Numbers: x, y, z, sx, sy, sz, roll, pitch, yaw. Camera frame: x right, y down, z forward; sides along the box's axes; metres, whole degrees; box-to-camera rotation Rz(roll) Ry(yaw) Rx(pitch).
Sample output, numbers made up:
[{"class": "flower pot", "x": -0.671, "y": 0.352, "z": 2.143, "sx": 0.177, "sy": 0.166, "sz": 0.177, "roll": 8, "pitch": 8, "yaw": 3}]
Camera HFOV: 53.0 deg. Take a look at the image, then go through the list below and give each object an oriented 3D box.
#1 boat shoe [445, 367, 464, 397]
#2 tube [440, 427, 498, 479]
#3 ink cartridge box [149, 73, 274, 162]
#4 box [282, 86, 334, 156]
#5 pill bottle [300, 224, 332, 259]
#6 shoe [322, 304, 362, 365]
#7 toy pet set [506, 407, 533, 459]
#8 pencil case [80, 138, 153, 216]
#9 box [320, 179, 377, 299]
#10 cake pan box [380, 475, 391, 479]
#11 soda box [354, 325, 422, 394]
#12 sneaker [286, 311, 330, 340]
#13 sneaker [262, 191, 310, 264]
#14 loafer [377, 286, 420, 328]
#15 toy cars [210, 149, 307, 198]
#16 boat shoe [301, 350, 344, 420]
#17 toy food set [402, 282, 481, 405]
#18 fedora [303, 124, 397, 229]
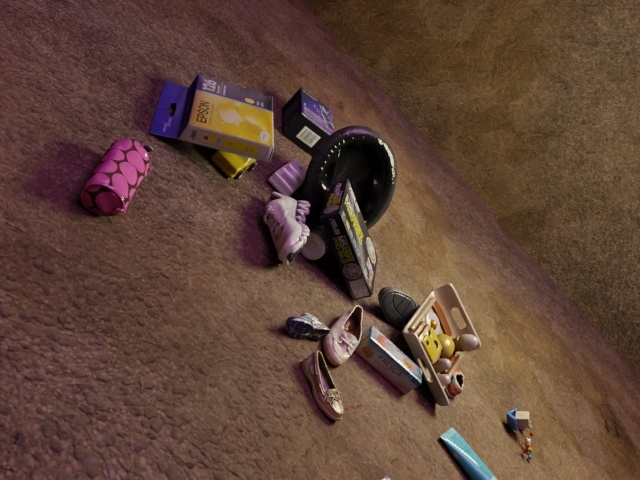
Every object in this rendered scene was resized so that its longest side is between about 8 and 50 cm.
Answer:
[{"class": "boat shoe", "x": 0.390, "y": 0.400, "z": 1.834, "sx": 0.049, "sy": 0.043, "sz": 0.137, "roll": 46, "pitch": 25, "yaw": 1}, {"class": "tube", "x": 0.381, "y": 0.561, "z": 1.598, "sx": 0.207, "sy": 0.052, "sz": 0.080, "roll": 51, "pitch": 21, "yaw": 20}, {"class": "ink cartridge box", "x": -0.278, "y": -0.343, "z": 1.719, "sx": 0.307, "sy": 0.072, "sz": 0.304, "roll": 15, "pitch": 36, "yaw": -16}, {"class": "box", "x": -0.044, "y": -0.412, "z": 2.233, "sx": 0.153, "sy": 0.108, "sz": 0.207, "roll": 32, "pitch": 30, "yaw": -27}, {"class": "pill bottle", "x": 0.000, "y": 0.000, "z": 1.764, "sx": 0.078, "sy": 0.078, "sz": 0.137, "roll": 49, "pitch": 26, "yaw": 4}, {"class": "shoe", "x": 0.060, "y": 0.226, "z": 1.563, "sx": 0.076, "sy": 0.058, "sz": 0.219, "roll": 44, "pitch": 26, "yaw": -6}, {"class": "toy pet set", "x": 0.591, "y": 0.568, "z": 1.908, "sx": 0.122, "sy": 0.065, "sz": 0.114, "roll": -47, "pitch": 129, "yaw": -61}, {"class": "pencil case", "x": -0.414, "y": -0.128, "z": 1.318, "sx": 0.098, "sy": 0.095, "sz": 0.209, "roll": 52, "pitch": 24, "yaw": -27}, {"class": "box", "x": 0.085, "y": -0.004, "z": 1.786, "sx": 0.216, "sy": 0.060, "sz": 0.270, "roll": -71, "pitch": 143, "yaw": -60}, {"class": "cake pan box", "x": 0.106, "y": 0.579, "z": 1.138, "sx": 0.266, "sy": 0.070, "sz": 0.246, "roll": -1, "pitch": 51, "yaw": -57}, {"class": "soda box", "x": 0.172, "y": 0.302, "z": 1.619, "sx": 0.183, "sy": 0.063, "sz": 0.058, "roll": 42, "pitch": 27, "yaw": -10}, {"class": "sneaker", "x": -0.039, "y": 0.194, "z": 1.483, "sx": 0.135, "sy": 0.052, "sz": 0.058, "roll": 26, "pitch": 22, "yaw": -49}, {"class": "sneaker", "x": -0.098, "y": -0.036, "z": 1.656, "sx": 0.118, "sy": 0.110, "sz": 0.292, "roll": 30, "pitch": 22, "yaw": -16}, {"class": "loafer", "x": 0.247, "y": 0.206, "z": 1.859, "sx": 0.267, "sy": 0.096, "sz": 0.084, "roll": 37, "pitch": 7, "yaw": -34}, {"class": "toy cars", "x": -0.146, "y": -0.220, "z": 1.840, "sx": 0.393, "sy": 0.087, "sz": 0.177, "roll": 18, "pitch": 39, "yaw": -45}, {"class": "boat shoe", "x": 0.012, "y": 0.313, "z": 1.383, "sx": 0.056, "sy": 0.048, "sz": 0.153, "roll": 11, "pitch": 43, "yaw": -50}, {"class": "toy food set", "x": 0.348, "y": 0.279, "z": 1.772, "sx": 0.306, "sy": 0.092, "sz": 0.220, "roll": -38, "pitch": 104, "yaw": -54}, {"class": "fedora", "x": 0.067, "y": -0.184, "z": 1.932, "sx": 0.334, "sy": 0.334, "sz": 0.152, "roll": 31, "pitch": 0, "yaw": -29}]
